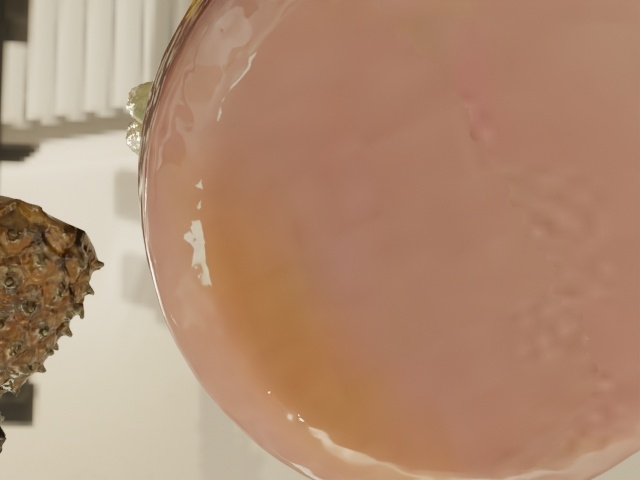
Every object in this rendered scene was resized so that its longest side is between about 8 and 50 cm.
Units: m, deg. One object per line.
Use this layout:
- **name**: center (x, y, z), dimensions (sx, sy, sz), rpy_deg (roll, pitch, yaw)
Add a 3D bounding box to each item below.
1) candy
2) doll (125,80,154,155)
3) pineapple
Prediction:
- **candy**: center (0.051, -0.028, 0.604), dimensions (0.255, 0.255, 0.094), rpy_deg (1, -168, -8)
- **doll**: center (-0.047, -0.076, 1.265), dimensions (0.175, 0.149, 0.278), rpy_deg (-21, -175, -29)
- **pineapple**: center (-0.301, 0.137, 1.229), dimensions (0.165, 0.364, 0.165), rpy_deg (22, 176, 2)
